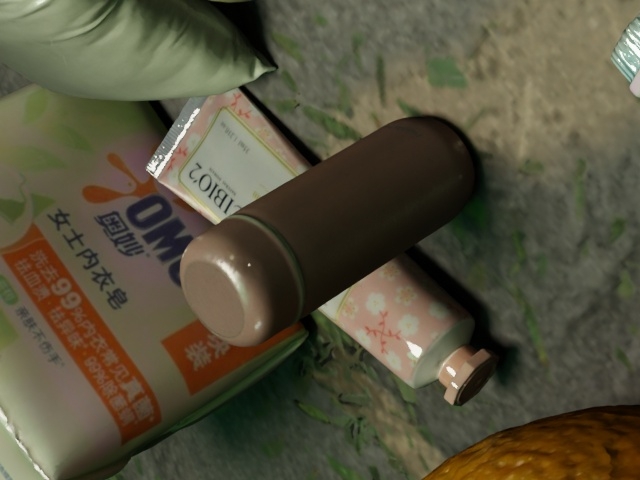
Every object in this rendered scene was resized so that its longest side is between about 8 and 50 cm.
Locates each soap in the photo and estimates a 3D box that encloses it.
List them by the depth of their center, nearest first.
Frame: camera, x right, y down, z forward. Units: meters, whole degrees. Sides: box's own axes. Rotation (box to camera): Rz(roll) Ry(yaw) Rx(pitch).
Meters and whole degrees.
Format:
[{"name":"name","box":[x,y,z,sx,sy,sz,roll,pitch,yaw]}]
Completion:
[{"name":"soap","box":[-0.144,0.031,0.866,0.199,0.182,0.138,55,141,7]}]

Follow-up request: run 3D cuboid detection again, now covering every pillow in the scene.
[{"name":"pillow","box":[-0.135,-0.127,0.724,0.144,0.078,0.254,14,168,29]}]

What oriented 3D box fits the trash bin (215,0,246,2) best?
[{"name":"trash bin","box":[-0.016,-0.238,0.591,0.247,0.121,0.243,-27,93,51]}]

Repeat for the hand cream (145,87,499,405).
[{"name":"hand cream","box":[0.000,0.000,0.795,0.210,0.043,0.067,41,110,23]}]

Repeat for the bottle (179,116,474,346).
[{"name":"bottle","box":[0.005,-0.006,0.703,0.053,0.140,0.053,29,135,33]}]

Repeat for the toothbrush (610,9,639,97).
[{"name":"toothbrush","box":[0.160,-0.138,0.534,0.027,0.021,0.269,43,140,12]}]

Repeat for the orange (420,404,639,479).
[{"name":"orange","box":[0.113,0.193,0.643,0.264,0.264,0.264,28,133,35]}]
